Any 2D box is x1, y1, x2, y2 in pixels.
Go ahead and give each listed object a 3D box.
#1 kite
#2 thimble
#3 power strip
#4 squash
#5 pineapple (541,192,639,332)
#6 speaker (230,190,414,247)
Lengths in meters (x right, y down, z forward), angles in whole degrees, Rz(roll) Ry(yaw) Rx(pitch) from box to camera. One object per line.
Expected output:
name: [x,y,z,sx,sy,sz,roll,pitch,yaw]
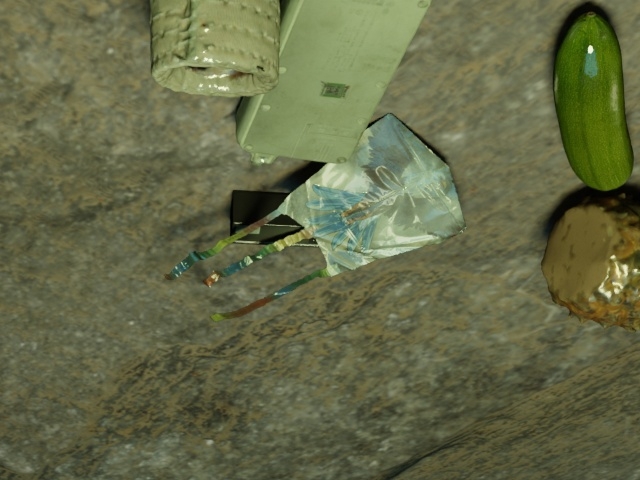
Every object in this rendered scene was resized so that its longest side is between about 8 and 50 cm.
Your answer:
kite: [0.000,0.001,1.395,0.310,0.015,0.169,-31,125,17]
thimble: [-0.088,-0.175,1.133,0.102,0.090,0.115,-5,169,28]
power strip: [0.007,-0.160,1.218,0.118,0.046,0.270,7,143,-17]
squash: [0.260,-0.117,1.277,0.069,0.069,0.258,-10,144,11]
pineapple: [0.394,0.033,1.457,0.310,0.141,0.170,12,118,-32]
speaker: [0.001,-0.019,1.421,0.191,0.046,0.040,3,144,-8]
